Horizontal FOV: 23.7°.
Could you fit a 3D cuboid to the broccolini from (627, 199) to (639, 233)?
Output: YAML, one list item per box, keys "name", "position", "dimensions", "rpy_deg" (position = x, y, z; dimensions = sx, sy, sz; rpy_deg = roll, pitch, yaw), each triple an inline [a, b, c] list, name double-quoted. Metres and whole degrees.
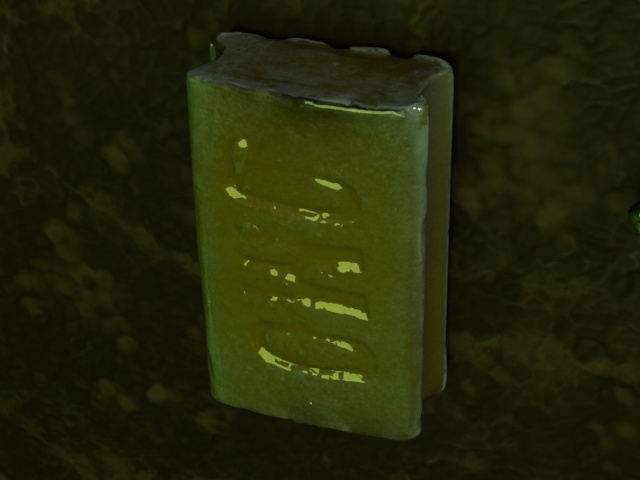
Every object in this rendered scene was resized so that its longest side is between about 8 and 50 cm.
- name: "broccolini"
  position: [0.322, -0.101, 0.859]
  dimensions: [0.079, 0.074, 0.392]
  rpy_deg: [44, 127, 0]

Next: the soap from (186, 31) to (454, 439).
- name: "soap"
  position: [0.000, 0.000, 1.060]
  dimensions: [0.173, 0.089, 0.274]
  rpy_deg: [9, 126, 17]
